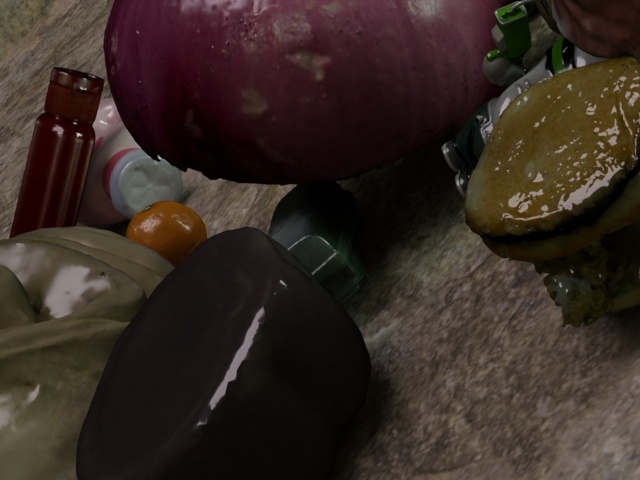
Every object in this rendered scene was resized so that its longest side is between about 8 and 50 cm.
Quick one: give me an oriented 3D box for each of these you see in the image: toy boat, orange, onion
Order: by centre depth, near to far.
[{"bbox_3d":[-0.009,-0.198,1.580,0.358,0.358,0.345,-22,74,47],"label":"onion"},{"bbox_3d":[0.000,0.000,1.583,0.078,0.085,0.260,-42,10,10],"label":"toy boat"},{"bbox_3d":[-0.152,-0.001,1.858,0.083,0.083,0.083,-38,21,18],"label":"orange"}]

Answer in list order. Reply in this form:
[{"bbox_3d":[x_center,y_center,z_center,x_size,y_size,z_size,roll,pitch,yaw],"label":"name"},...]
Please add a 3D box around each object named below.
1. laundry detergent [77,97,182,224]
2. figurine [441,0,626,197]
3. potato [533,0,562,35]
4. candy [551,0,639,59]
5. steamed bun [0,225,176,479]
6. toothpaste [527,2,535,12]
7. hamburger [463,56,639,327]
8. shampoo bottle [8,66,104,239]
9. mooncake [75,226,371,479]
[{"bbox_3d":[-0.238,-0.085,2.170,0.159,0.088,0.335,-57,23,-3],"label":"laundry detergent"},{"bbox_3d":[0.178,-0.091,1.350,0.192,0.126,0.147,-28,61,25],"label":"figurine"},{"bbox_3d":[0.235,-0.245,1.511,0.157,0.157,0.194,-4,58,61],"label":"potato"},{"bbox_3d":[0.279,-0.208,1.231,0.289,0.157,0.214,-14,26,7],"label":"candy"},{"bbox_3d":[-0.277,0.127,1.619,0.339,0.247,0.352,-19,37,53],"label":"steamed bun"},{"bbox_3d":[0.137,-0.196,1.736,0.216,0.037,0.062,-26,26,31],"label":"toothpaste"},{"bbox_3d":[0.184,-0.021,1.191,0.159,0.131,0.185,-10,46,44],"label":"hamburger"},{"bbox_3d":[-0.297,-0.060,2.087,0.102,0.064,0.260,32,110,61],"label":"shampoo bottle"},{"bbox_3d":[-0.074,0.115,1.383,0.245,0.133,0.245,-37,29,25],"label":"mooncake"}]
